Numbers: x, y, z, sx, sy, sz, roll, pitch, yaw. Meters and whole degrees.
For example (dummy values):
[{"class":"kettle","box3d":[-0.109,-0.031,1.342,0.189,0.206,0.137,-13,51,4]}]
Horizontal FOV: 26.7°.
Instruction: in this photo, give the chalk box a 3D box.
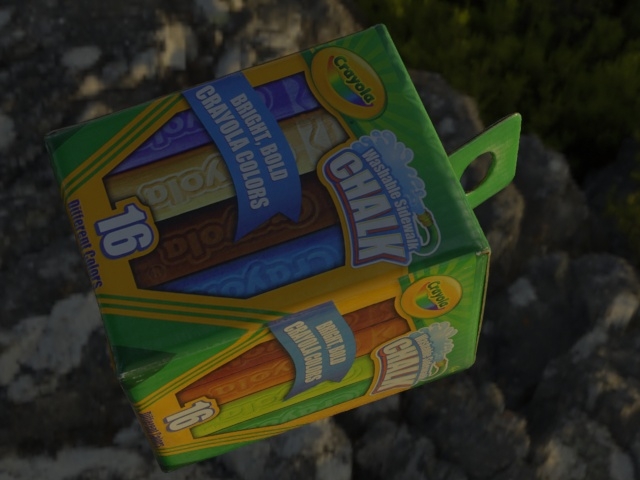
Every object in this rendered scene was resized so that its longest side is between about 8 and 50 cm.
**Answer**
[{"class":"chalk box","box3d":[0.000,0.000,0.862,0.288,0.180,0.179,-18,62,-5]}]
